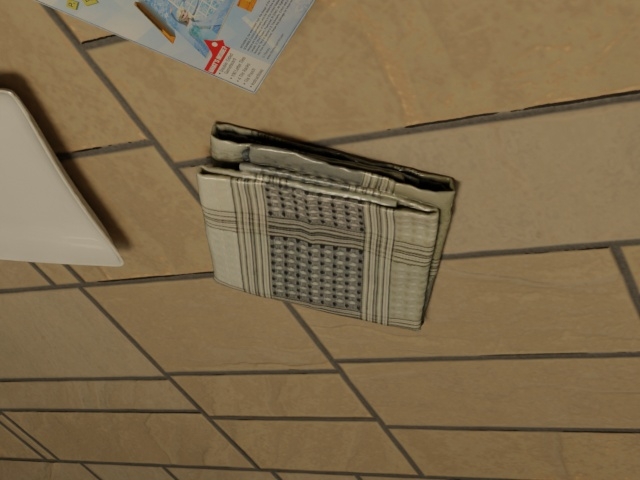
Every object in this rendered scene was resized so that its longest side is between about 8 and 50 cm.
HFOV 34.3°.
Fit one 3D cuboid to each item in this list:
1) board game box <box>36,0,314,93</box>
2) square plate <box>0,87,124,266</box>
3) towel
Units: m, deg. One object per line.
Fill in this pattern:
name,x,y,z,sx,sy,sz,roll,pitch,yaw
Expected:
board game box,-0.131,-0.306,0.892,0.318,0.066,0.319,21,138,-19
square plate,-0.477,-0.092,1.436,0.347,0.049,0.344,3,141,23
towel,0.000,0.000,1.323,0.312,0.056,0.324,14,144,8
